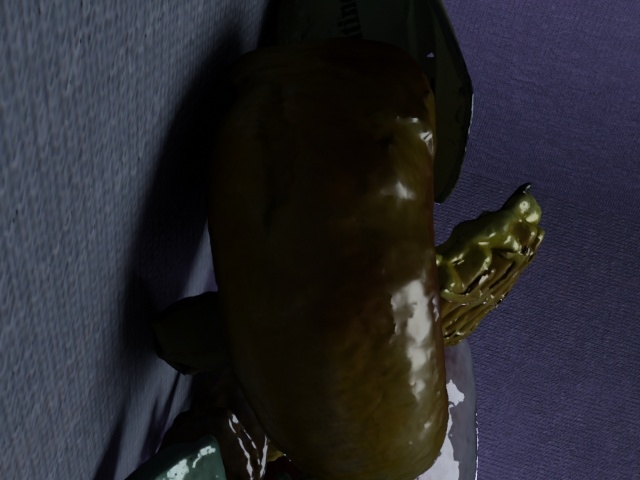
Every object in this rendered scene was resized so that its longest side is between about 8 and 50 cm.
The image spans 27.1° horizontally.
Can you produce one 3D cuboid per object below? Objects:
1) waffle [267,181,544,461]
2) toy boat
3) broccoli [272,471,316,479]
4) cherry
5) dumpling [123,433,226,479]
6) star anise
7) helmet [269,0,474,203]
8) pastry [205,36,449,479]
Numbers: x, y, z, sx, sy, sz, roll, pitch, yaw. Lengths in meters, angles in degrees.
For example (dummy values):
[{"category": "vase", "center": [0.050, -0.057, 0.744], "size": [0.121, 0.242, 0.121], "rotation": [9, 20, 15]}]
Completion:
[{"category": "waffle", "center": [0.069, 0.099, 1.399], "size": [0.380, 0.095, 0.382], "rotation": [-30, 165, -28]}, {"category": "toy boat", "center": [-0.095, 0.075, 1.022], "size": [0.172, 0.066, 0.065], "rotation": [55, 10, -83]}, {"category": "broccoli", "center": [-0.023, 0.293, 1.412], "size": [0.275, 0.177, 0.198], "rotation": [-15, 142, -43]}, {"category": "cherry", "center": [0.076, 0.254, 1.718], "size": [0.335, 0.291, 0.326], "rotation": [-65, 151, -21]}, {"category": "dumpling", "center": [-0.123, 0.244, 0.961], "size": [0.149, 0.105, 0.216], "rotation": [-64, 170, -74]}, {"category": "star anise", "center": [-0.116, 0.255, 1.198], "size": [0.315, 0.108, 0.315], "rotation": [14, 90, -90]}, {"category": "helmet", "center": [0.026, -0.152, 1.143], "size": [0.204, 0.137, 0.257], "rotation": [100, -20, -50]}, {"category": "pastry", "center": [0.009, 0.015, 0.965], "size": [0.356, 0.164, 0.356], "rotation": [-3, 90, -90]}]
